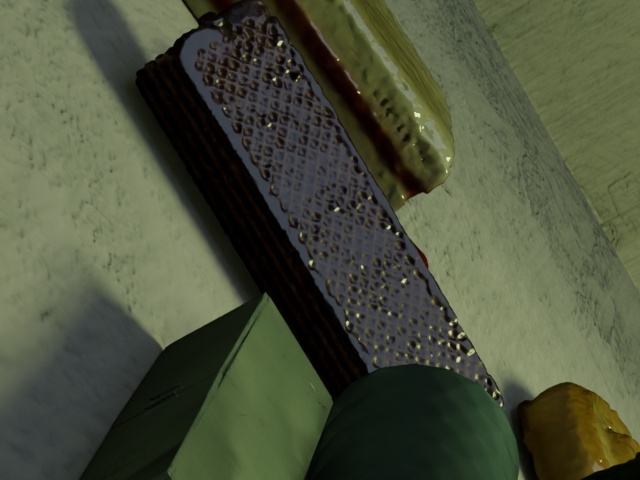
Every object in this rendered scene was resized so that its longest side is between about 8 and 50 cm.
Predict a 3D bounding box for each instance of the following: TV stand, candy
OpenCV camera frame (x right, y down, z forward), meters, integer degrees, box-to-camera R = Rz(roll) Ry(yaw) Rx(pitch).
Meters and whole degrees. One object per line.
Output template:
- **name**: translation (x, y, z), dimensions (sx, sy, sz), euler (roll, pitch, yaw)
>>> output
- **TV stand**: translation (-0.066, 0.123, 0.944), dimensions (0.088, 0.082, 0.269), euler (60, 15, -10)
- **candy**: translation (-0.001, -0.186, 1.584), dimensions (0.321, 0.135, 0.179), euler (56, 15, -15)

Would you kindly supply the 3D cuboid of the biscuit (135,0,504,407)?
- **biscuit**: translation (0.000, 0.000, 1.293), dimensions (0.107, 0.073, 0.388), euler (-35, 97, -37)

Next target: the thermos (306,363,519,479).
- **thermos**: translation (0.050, 0.212, 1.066), dimensions (0.286, 0.145, 0.182), euler (-69, 158, -67)

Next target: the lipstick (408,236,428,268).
- **lipstick**: translation (0.003, -0.035, 1.431), dimensions (0.241, 0.080, 0.080), euler (50, 19, -33)

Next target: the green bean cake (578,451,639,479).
- **green bean cake**: translation (0.296, 0.268, 1.484), dimensions (0.156, 0.250, 0.247), euler (63, 17, 8)

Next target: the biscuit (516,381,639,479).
- **biscuit**: translation (0.321, 0.286, 1.816), dimensions (0.296, 0.102, 0.296), euler (54, 15, -21)
